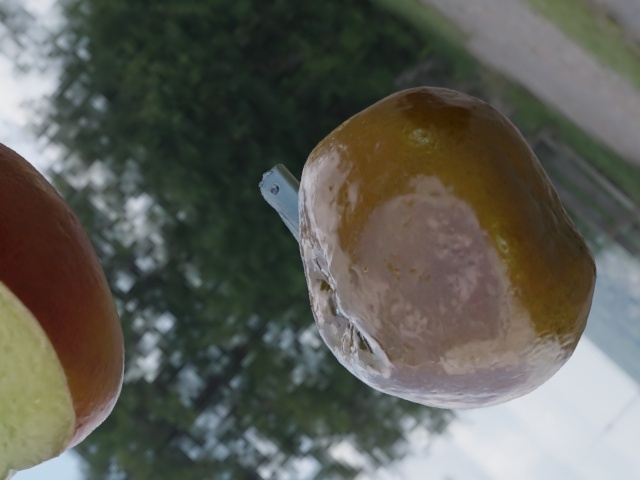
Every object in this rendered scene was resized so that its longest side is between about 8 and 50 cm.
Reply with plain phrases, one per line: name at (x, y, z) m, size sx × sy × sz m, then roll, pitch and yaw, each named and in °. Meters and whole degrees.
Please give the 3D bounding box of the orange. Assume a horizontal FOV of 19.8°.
orange at (0.082, 0.009, 1.348) m, size 0.249 × 0.183 × 0.249 m, roll 43°, pitch 154°, yaw 27°

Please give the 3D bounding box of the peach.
peach at (-0.355, 0.044, 1.986) m, size 0.380 × 0.242 × 0.306 m, roll 55°, pitch -163°, yaw -10°

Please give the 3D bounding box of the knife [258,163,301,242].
knife at (0.000, 0.000, 1.691) m, size 0.162 × 0.044 × 0.023 m, roll 50°, pitch -152°, yaw 15°
